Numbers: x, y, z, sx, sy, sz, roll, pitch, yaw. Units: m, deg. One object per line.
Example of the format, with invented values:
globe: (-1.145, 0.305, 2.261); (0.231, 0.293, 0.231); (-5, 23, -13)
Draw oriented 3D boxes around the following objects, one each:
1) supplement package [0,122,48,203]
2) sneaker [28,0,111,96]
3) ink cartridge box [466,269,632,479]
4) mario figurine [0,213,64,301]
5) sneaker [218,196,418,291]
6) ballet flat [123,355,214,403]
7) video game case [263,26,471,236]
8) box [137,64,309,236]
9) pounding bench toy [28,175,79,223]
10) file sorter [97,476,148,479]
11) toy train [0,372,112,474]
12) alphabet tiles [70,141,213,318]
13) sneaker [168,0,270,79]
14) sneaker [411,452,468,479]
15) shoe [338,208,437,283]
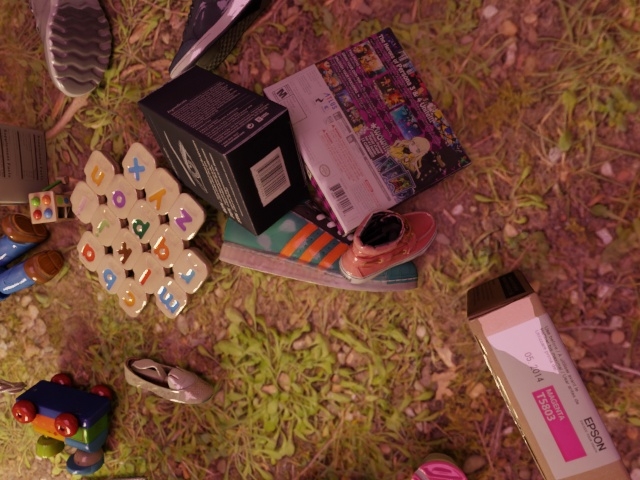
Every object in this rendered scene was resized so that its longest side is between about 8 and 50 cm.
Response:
supplement package: (-0.591, -0.124, 0.825); (0.138, 0.244, 0.134); (-2, 93, 16)
sneaker: (-0.432, -0.382, 0.858); (0.115, 0.105, 0.282); (-1, 94, 41)
ink cartridge box: (0.273, 0.168, 0.642); (0.088, 0.193, 0.235); (-26, 88, 15)
mario figurine: (-0.627, 0.094, 0.885); (0.320, 0.170, 0.198); (-34, 51, 7)
sneaker: (0.000, 0.000, 0.748); (0.301, 0.108, 0.121); (11, 91, 9)
ballet flat: (-0.261, 0.233, 0.855); (0.168, 0.057, 0.053); (8, 125, 14)
video game case: (0.065, -0.155, 0.714); (0.210, 0.042, 0.232); (-30, 86, -9)
box: (-0.133, -0.128, 0.705); (0.207, 0.153, 0.108); (34, 64, 32)
pounding bench toy: (-0.471, -0.074, 0.889); (0.052, 0.065, 0.084); (-6, 92, 15)
file sorter: (-0.374, 0.575, 0.853); (0.192, 0.173, 0.278); (-11, 91, 14)
toy train: (-0.498, 0.325, 0.915); (0.247, 0.105, 0.144); (10, 110, 14)
alphabet tiles: (-0.303, -0.010, 0.841); (0.284, 0.021, 0.278); (45, 119, 8)
sneaker: (-0.193, -0.367, 0.776); (0.163, 0.086, 0.226); (42, 93, -2)
sneaker: (0.182, 0.423, 0.724); (0.102, 0.111, 0.253); (1, 91, 17)
shoe: (0.104, -0.009, 0.678); (0.063, 0.177, 0.081); (50, 148, 20)
